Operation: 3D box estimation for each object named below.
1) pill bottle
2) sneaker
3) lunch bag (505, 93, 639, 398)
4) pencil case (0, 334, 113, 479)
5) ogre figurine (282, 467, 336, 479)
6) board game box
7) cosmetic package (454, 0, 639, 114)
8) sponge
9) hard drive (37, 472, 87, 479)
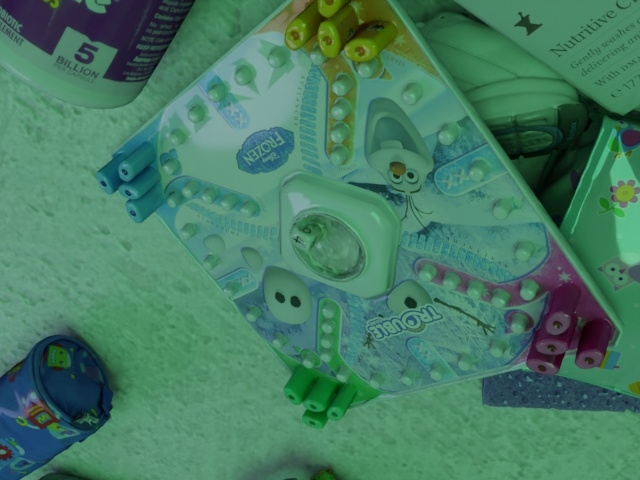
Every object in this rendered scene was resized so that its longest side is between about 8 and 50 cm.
[{"bbox_3d":[-0.160,-0.273,0.617,0.169,0.169,0.302,34,115,-8],"label":"pill bottle"},{"bbox_3d":[0.091,-0.136,0.688,0.296,0.111,0.130,-3,75,25],"label":"sneaker"},{"bbox_3d":[0.300,0.024,0.697,0.223,0.160,0.263,15,111,0],"label":"lunch bag"},{"bbox_3d":[-0.383,0.240,0.924,0.306,0.119,0.133,-37,116,22],"label":"pencil case"},{"bbox_3d":[-0.012,0.352,0.934,0.197,0.097,0.118,37,121,-5],"label":"ogre figurine"},{"bbox_3d":[0.007,0.006,0.700,0.389,0.050,0.390,-26,108,43],"label":"board game box"},{"bbox_3d":[0.149,-0.274,0.488,0.384,0.156,0.217,25,148,-21],"label":"cosmetic package"},{"bbox_3d":[0.286,0.132,0.820,0.209,0.031,0.117,1,115,9],"label":"sponge"},{"bbox_3d":[-0.286,0.421,1.031,0.254,0.054,0.172,24,117,-3],"label":"hard drive"}]
